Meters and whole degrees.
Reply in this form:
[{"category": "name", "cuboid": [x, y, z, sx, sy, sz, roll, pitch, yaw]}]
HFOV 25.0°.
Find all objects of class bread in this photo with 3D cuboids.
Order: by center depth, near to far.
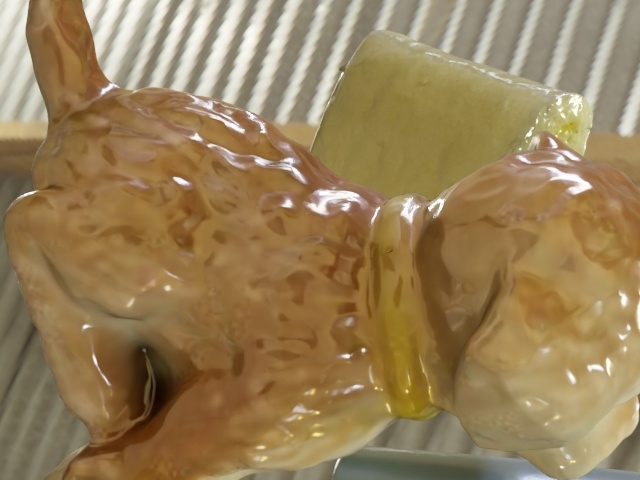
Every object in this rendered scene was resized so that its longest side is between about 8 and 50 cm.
[{"category": "bread", "cuboid": [0.063, -0.042, 0.841, 0.178, 0.060, 0.139, 27, -79, 50]}]

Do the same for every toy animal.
[{"category": "toy animal", "cuboid": [0.005, -0.012, 0.409, 0.185, 0.104, 0.184, -10, -86, 31]}]

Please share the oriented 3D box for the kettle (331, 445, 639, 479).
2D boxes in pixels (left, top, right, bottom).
[{"category": "kettle", "cuboid": [0.128, 0.208, 0.724, 0.243, 0.160, 0.211, -1, -128, 13]}]
